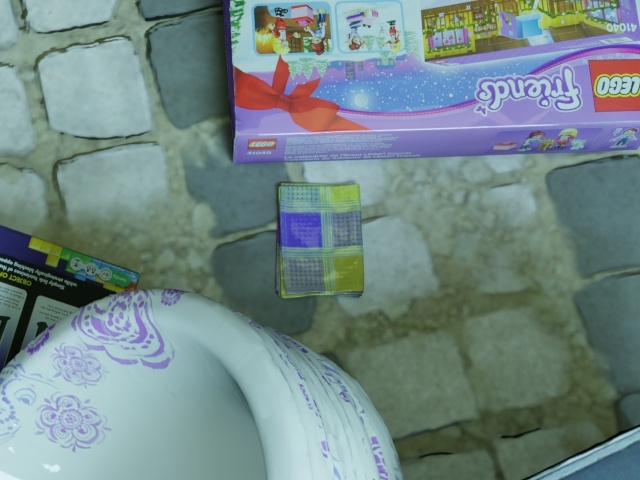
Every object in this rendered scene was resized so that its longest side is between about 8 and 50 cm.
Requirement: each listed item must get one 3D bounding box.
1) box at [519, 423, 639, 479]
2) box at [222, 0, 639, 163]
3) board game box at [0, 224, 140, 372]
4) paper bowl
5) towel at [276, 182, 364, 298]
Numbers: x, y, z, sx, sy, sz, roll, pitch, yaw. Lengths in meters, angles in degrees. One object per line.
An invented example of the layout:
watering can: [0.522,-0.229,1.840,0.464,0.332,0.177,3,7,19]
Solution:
box: [0.213,0.293,0.659,0.212,0.293,0.396,-23,77,-11]
box: [0.078,-0.160,0.907,0.293,0.057,0.201,-2,73,-6]
board game box: [-0.213,0.061,0.793,0.170,0.048,0.141,21,73,-20]
paper bowl: [-0.077,0.178,0.666,0.284,0.148,0.284,-19,58,33]
towel: [0.000,0.000,0.877,0.060,0.009,0.083,1,73,-4]
